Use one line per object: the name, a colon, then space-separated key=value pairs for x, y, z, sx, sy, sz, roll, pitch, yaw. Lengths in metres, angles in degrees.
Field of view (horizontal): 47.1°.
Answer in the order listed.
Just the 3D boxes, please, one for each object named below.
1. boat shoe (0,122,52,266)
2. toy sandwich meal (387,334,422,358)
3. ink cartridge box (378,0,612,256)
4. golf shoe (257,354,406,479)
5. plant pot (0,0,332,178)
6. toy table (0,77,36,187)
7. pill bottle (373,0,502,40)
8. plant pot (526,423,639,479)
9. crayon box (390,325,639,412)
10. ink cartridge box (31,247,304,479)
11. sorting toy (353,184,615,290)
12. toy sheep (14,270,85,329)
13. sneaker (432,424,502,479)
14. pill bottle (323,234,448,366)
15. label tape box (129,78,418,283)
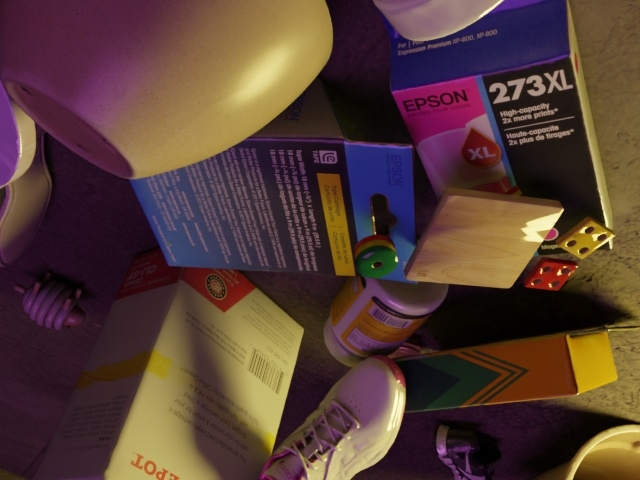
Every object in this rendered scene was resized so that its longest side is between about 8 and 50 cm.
boat shoe: x=-0.431 y=-0.096 z=0.982 sx=0.095 sy=0.112 sz=0.335 roll=33 pitch=137 yaw=5
toy sandwich meal: x=0.133 y=0.182 z=1.202 sx=0.085 sy=0.029 sz=0.086 roll=9 pitch=147 yaw=6
ink cartridge box: x=0.192 y=-0.117 z=0.773 sx=0.175 sy=0.069 sz=0.371 roll=-7 pitch=136 yaw=26
golf shoe: x=0.007 y=0.289 z=1.008 sx=0.115 sy=0.140 sz=0.306 roll=40 pitch=108 yaw=27
plant pot: x=-0.158 y=-0.167 z=0.630 sx=0.284 sy=0.191 sz=0.284 roll=29 pitch=163 yaw=10
toy table: x=-0.368 y=-0.189 z=0.730 sx=0.252 sy=0.161 sz=0.274 roll=-25 pitch=108 yaw=24
pill bottle: x=0.022 y=-0.298 z=0.497 sx=0.176 sy=0.176 sz=0.318 roll=-18 pitch=132 yaw=36
plant pot: x=0.495 y=0.519 z=1.313 sx=0.333 sy=0.334 sz=0.305 roll=20 pitch=155 yaw=-8
crayon box: x=0.276 y=0.179 z=1.029 sx=0.318 sy=0.081 sz=0.202 roll=-16 pitch=167 yaw=34
ink cartridge box: x=-0.203 y=0.234 z=1.085 sx=0.160 sy=0.385 sz=0.279 roll=-15 pitch=134 yaw=34
sorting toy: x=0.179 y=-0.010 z=0.803 sx=0.274 sy=0.046 sz=0.132 roll=5 pitch=136 yaw=-15
toy sheep: x=-0.464 y=0.106 z=1.263 sx=0.132 sy=0.091 sz=0.091 roll=31 pitch=142 yaw=2
sneaker: x=0.307 y=0.434 z=1.425 sx=0.106 sy=0.078 sz=0.234 roll=-8 pitch=135 yaw=31
pill bottle: x=0.083 y=0.093 z=1.027 sx=0.119 sy=0.119 sz=0.208 roll=21 pitch=143 yaw=-8
label tape box: x=-0.048 y=-0.069 z=0.875 sx=0.333 sy=0.106 sz=0.241 roll=3 pitch=142 yaw=11
